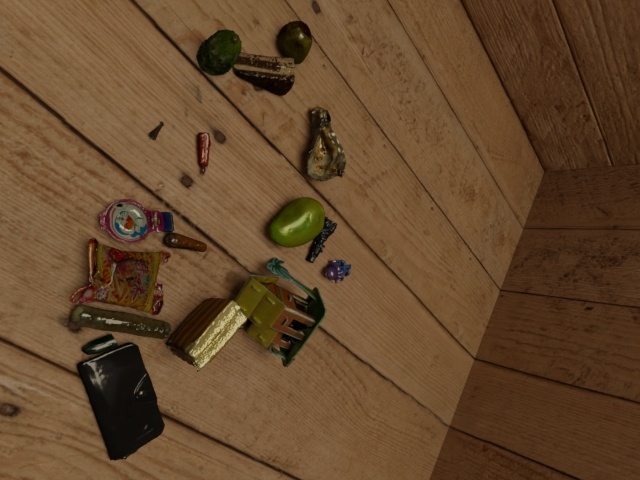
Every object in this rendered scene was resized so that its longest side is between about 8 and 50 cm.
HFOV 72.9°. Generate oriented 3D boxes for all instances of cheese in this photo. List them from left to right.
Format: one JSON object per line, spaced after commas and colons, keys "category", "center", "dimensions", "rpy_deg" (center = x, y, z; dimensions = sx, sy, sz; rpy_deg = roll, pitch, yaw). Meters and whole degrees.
{"category": "cheese", "center": [-0.612, -0.065, 1.460], "dimensions": [0.244, 0.062, 0.155], "rpy_deg": [0, 78, -43]}

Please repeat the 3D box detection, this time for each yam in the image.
{"category": "yam", "center": [-0.656, 0.274, 1.440], "dimensions": [0.317, 0.067, 0.071], "rpy_deg": [24, 63, -39]}

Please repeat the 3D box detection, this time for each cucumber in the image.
{"category": "cucumber", "center": [-0.715, 0.342, 1.404], "dimensions": [0.105, 0.048, 0.048], "rpy_deg": [-19, 104, -38]}
{"category": "cucumber", "center": [-0.348, -0.685, 1.551], "dimensions": [0.134, 0.244, 0.134], "rpy_deg": [-3, 95, -34]}

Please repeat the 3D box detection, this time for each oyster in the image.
{"category": "oyster", "center": [0.004, -0.429, 1.921], "dimensions": [0.197, 0.133, 0.337], "rpy_deg": [-7, 94, -37]}

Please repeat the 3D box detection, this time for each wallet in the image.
{"category": "wallet", "center": [-0.660, 0.539, 1.458], "dimensions": [0.197, 0.051, 0.378], "rpy_deg": [-21, 106, -37]}

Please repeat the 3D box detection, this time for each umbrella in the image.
{"category": "umbrella", "center": [-0.574, -0.382, 1.516], "dimensions": [0.031, 0.020, 0.083], "rpy_deg": [42, 61, -34]}
{"category": "umbrella", "center": [-0.001, -0.001, 1.976], "dimensions": [0.080, 0.071, 0.224], "rpy_deg": [30, 76, -7]}

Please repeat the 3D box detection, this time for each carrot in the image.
{"category": "carrot", "center": [-0.490, 0.011, 1.579], "dimensions": [0.161, 0.055, 0.055], "rpy_deg": [17, 81, -41]}

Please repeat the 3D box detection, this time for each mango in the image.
{"category": "mango", "center": [-0.096, -0.068, 1.842], "dimensions": [0.273, 0.149, 0.185], "rpy_deg": [-44, 125, -23]}

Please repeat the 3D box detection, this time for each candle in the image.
{"category": "candle", "center": [-0.431, -0.323, 1.616], "dimensions": [0.053, 0.048, 0.162], "rpy_deg": [-1, 92, -57]}

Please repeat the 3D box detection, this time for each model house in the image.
{"category": "model house", "center": [-0.206, 0.258, 1.757], "dimensions": [0.323, 0.340, 0.300], "rpy_deg": [29, 106, -26]}

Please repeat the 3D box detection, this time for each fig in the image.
{"category": "fig", "center": [-0.107, -0.832, 1.825], "dimensions": [0.144, 0.154, 0.166], "rpy_deg": [-45, 150, -46]}

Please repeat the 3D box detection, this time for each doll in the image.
{"category": "doll", "center": [0.086, 0.144, 2.057], "dimensions": [0.205, 0.067, 0.110], "rpy_deg": [-8, 83, -50]}

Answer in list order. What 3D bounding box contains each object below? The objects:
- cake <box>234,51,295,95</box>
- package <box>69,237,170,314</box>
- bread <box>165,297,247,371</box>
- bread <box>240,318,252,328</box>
{"category": "cake", "center": [-0.232, -0.677, 1.775], "dimensions": [0.246, 0.135, 0.112], "rpy_deg": [2, 77, -11]}
{"category": "package", "center": [-0.646, 0.116, 1.421], "dimensions": [0.288, 0.108, 0.223], "rpy_deg": [21, 73, -45]}
{"category": "bread", "center": [-0.413, 0.324, 1.538], "dimensions": [0.246, 0.239, 0.111], "rpy_deg": [-49, 114, -29]}
{"category": "bread", "center": [-0.302, 0.330, 1.756], "dimensions": [0.083, 0.036, 0.047], "rpy_deg": [-9, 98, -42]}
